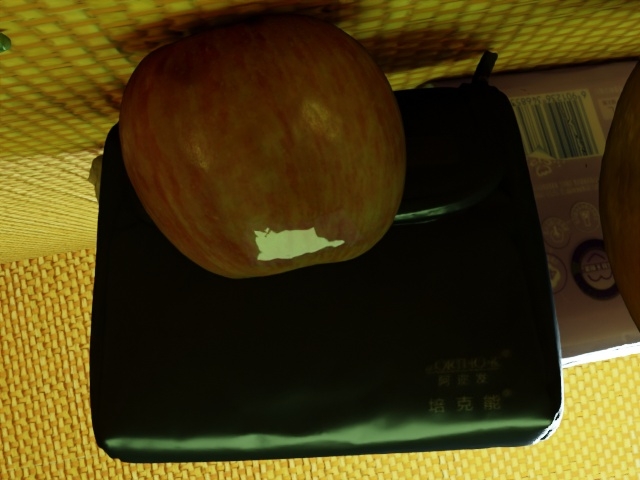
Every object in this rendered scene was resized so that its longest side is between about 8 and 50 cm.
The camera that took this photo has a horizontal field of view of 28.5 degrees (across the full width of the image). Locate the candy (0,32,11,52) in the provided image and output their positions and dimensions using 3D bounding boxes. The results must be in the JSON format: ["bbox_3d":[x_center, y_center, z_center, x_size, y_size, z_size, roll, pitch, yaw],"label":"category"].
[{"bbox_3d":[-0.226,-0.062,0.611,0.193,0.062,0.058,-19,130,23],"label":"candy"}]

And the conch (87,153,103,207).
[{"bbox_3d":[-0.056,-0.018,1.054,0.291,0.159,0.210,20,137,-2],"label":"conch"}]

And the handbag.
[{"bbox_3d":[0.000,0.000,0.809,0.301,0.275,0.178,-3,167,2],"label":"handbag"}]

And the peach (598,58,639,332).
[{"bbox_3d":[0.309,-0.024,0.689,0.307,0.308,0.332,-10,176,30],"label":"peach"}]

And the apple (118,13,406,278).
[{"bbox_3d":[-0.027,-0.048,0.660,0.146,0.131,0.146,-14,-177,1],"label":"apple"}]

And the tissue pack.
[{"bbox_3d":[0.245,-0.021,1.072,0.338,0.242,0.160,-8,167,-21],"label":"tissue pack"}]
